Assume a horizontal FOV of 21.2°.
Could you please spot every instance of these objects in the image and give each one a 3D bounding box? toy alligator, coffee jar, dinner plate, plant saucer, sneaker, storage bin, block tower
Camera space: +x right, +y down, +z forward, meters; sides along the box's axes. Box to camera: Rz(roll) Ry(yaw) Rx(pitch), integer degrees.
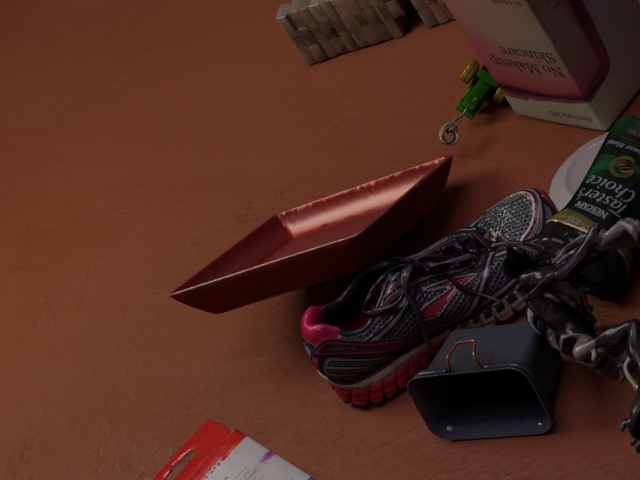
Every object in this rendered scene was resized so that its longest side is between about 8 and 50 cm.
[{"bbox_3d":[0.187,-0.176,2.004,0.189,0.056,0.051,-54,-4,-20],"label":"toy alligator"},{"bbox_3d":[0.293,-0.031,1.705,0.096,0.079,0.184,26,67,26],"label":"coffee jar"},{"bbox_3d":[0.304,-0.072,1.809,0.141,0.017,0.141,-22,37,18],"label":"dinner plate"},{"bbox_3d":[0.000,0.000,1.880,0.259,0.047,0.258,-17,12,33],"label":"plant saucer"},{"bbox_3d":[0.119,0.047,1.752,0.299,0.112,0.121,-38,35,-2],"label":"sneaker"},{"bbox_3d":[0.163,0.124,1.649,0.135,0.098,0.091,-10,33,34],"label":"storage bin"},{"bbox_3d":[0.111,-0.328,2.208,0.335,0.091,0.097,-14,40,29],"label":"block tower"}]

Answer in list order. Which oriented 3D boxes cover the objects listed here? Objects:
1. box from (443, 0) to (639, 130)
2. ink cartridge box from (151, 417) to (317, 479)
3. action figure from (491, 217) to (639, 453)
[{"bbox_3d":[0.247,-0.249,1.870,0.149,0.232,0.127,17,62,50],"label":"box"},{"bbox_3d":[-0.073,0.277,1.686,0.134,0.078,0.231,-47,36,-14],"label":"ink cartridge box"},{"bbox_3d":[0.269,0.066,1.561,0.141,0.164,0.275,-38,46,6],"label":"action figure"}]
